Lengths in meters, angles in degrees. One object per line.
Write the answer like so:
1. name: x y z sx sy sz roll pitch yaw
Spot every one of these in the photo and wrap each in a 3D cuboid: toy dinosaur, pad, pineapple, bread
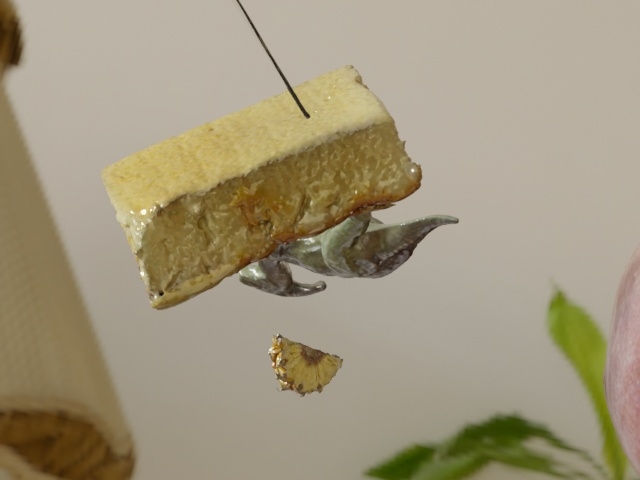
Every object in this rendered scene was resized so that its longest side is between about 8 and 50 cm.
1. toy dinosaur: 0.001 -0.006 1.913 0.294 0.077 0.162 -6 -35 47
2. pad: -0.099 -0.227 1.130 0.299 0.005 0.202 59 1 41
3. pineapple: -0.016 0.109 1.508 0.019 0.045 0.083 4 -12 43
4. bread: -0.058 -0.053 1.681 0.275 0.114 0.185 -25 24 -3

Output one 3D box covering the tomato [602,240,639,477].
1. tomato: 0.302 0.083 1.182 0.227 0.270 0.270 -15 -20 15
